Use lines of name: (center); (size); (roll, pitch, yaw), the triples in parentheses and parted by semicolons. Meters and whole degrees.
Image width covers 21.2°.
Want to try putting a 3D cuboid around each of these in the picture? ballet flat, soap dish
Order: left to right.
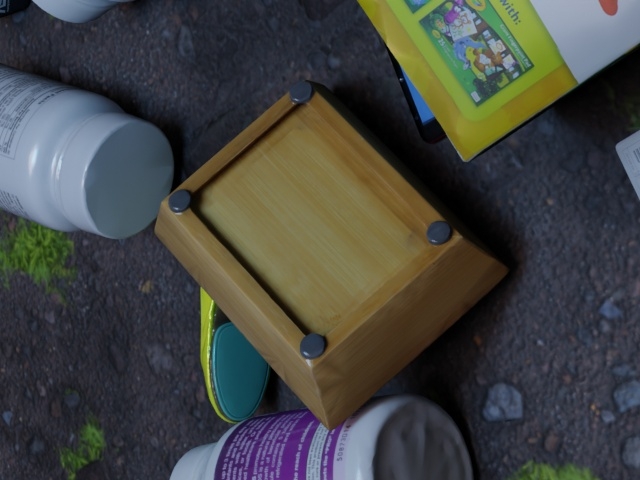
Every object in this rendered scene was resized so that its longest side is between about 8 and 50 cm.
ballet flat: (-0.098, 0.078, 1.835); (0.077, 0.077, 0.231); (6, 99, 62)
soap dish: (0.000, 0.000, 1.631); (0.229, 0.118, 0.291); (-41, 62, -5)

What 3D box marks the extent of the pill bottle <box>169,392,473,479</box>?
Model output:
pill bottle: (-0.010, 0.250, 1.709); (0.301, 0.169, 0.169); (-14, 87, 42)

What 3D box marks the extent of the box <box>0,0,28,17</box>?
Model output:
box: (-0.460, -0.490, 1.974); (0.395, 0.097, 0.318); (54, 150, 22)

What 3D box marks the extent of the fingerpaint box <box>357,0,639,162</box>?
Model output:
fingerpaint box: (0.158, -0.355, 1.392); (0.371, 0.163, 0.445); (-35, 88, 35)

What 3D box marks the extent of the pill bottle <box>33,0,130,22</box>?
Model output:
pill bottle: (-0.192, -0.349, 1.783); (0.283, 0.161, 0.161); (-30, 77, 41)

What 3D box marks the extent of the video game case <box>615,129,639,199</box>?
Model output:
video game case: (0.369, -0.042, 1.425); (0.212, 0.023, 0.193); (-33, 75, 39)

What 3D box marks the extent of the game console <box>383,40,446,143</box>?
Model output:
game console: (0.097, -0.175, 1.608); (0.085, 0.124, 0.144); (-24, 80, 14)

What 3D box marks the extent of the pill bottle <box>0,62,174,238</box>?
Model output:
pill bottle: (-0.309, -0.100, 1.926); (0.283, 0.160, 0.160); (20, 109, 38)
